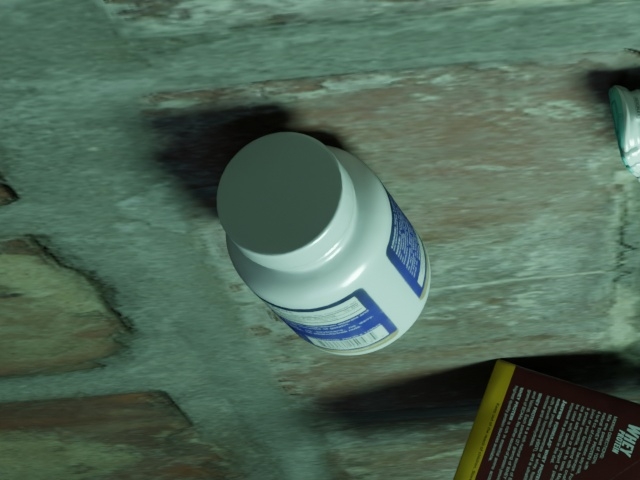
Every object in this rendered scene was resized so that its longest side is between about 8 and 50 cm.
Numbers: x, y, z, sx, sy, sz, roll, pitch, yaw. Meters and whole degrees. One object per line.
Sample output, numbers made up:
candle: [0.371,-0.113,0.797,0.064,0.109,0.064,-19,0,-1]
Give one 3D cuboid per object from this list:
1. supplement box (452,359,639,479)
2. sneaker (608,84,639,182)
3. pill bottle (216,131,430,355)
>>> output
supplement box: [0.230,0.237,1.785,0.194,0.191,0.129,16,168,24]
sneaker: [0.240,-0.056,1.271,0.076,0.065,0.166,-14,159,18]
pill bottle: [0.000,0.000,1.314,0.112,0.112,0.187,-8,159,14]
